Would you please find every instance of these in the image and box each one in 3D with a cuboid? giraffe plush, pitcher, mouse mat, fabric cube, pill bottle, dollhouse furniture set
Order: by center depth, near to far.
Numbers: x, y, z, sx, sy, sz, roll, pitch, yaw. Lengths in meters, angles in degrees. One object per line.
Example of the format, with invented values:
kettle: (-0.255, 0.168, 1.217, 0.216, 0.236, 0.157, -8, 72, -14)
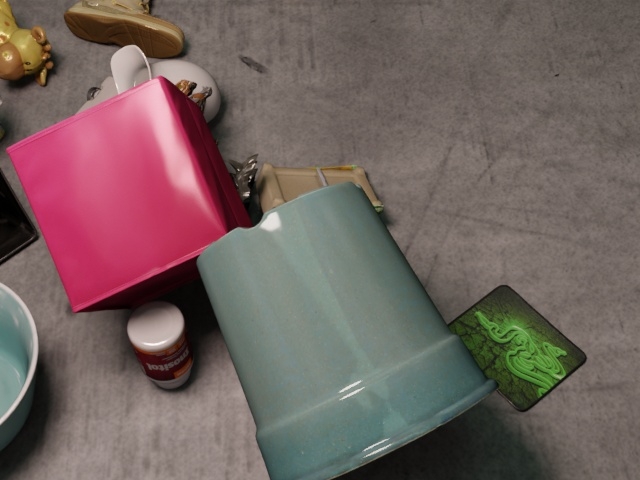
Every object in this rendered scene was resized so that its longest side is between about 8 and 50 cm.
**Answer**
fabric cube: (-0.267, -0.058, 1.465, 0.254, 0.259, 0.258, -25, 84, 5)
pill bottle: (-0.240, 0.164, 1.480, 0.086, 0.152, 0.086, -1, 55, 2)
mouse mat: (0.305, 0.166, 1.538, 0.153, 0.007, 0.190, -35, 61, -20)
dollhouse furniture set: (0.000, 0.000, 1.637, 0.198, 0.151, 0.301, 1, 31, -13)
pitcher: (-0.277, -0.245, 1.752, 0.126, 0.207, 0.177, -4, 84, 33)
giraffe plush: (-0.609, -0.373, 1.879, 0.170, 0.181, 0.210, 35, 80, 11)

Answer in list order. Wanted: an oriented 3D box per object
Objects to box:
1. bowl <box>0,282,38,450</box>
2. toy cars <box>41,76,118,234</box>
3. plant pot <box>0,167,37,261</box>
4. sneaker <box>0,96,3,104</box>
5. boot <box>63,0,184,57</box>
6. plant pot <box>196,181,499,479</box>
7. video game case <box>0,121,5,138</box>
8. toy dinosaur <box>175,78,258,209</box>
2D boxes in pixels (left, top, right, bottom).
bowl: (-0.556, 0.220, 1.452, 0.312, 0.163, 0.311, -2, 54, 2)
toy cars: (-0.396, -0.132, 1.740, 0.177, 0.087, 0.393, -17, 50, 10)
plant pot: (-0.633, -0.054, 1.649, 0.188, 0.187, 0.167, -39, 48, -22)
sneaker: (-0.734, -0.226, 1.705, 0.316, 0.127, 0.182, -33, 32, -9)
boot: (-0.365, -0.481, 1.982, 0.262, 0.095, 0.203, 15, 56, 18)
plant pot: (0.012, 0.122, 1.316, 0.341, 0.341, 0.334, -25, 83, -14)
video game case: (-0.748, -0.177, 1.816, 0.232, 0.041, 0.210, 21, 58, 17)
toy dinosaur: (-0.224, -0.105, 1.661, 0.218, 0.321, 0.164, 12, 15, -4)
